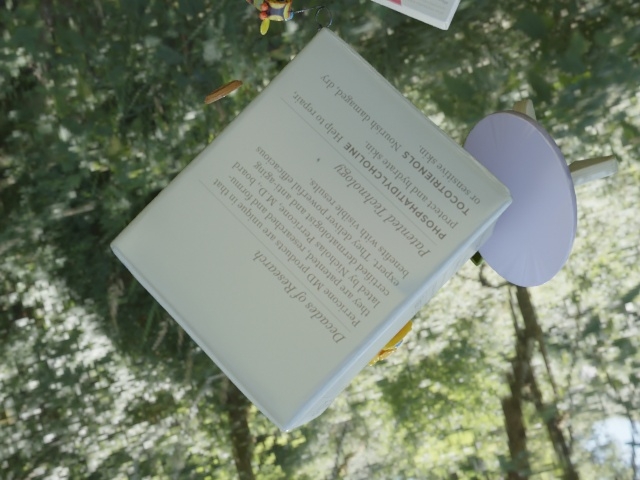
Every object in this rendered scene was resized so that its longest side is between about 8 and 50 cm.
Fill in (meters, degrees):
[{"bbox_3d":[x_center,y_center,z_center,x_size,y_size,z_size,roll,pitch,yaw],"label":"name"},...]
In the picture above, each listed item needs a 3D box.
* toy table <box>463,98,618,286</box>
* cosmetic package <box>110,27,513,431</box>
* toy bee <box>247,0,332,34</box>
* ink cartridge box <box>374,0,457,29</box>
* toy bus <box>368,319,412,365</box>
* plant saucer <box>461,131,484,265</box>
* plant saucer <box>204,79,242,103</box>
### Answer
[{"bbox_3d":[0.330,-0.083,1.344,0.252,0.274,0.161,5,-159,29],"label":"toy table"},{"bbox_3d":[0.000,0.000,1.166,0.393,0.327,0.329,-46,170,-1],"label":"cosmetic package"},{"bbox_3d":[-0.134,-0.690,2.412,0.162,0.195,0.298,-23,-155,-40],"label":"toy bee"},{"bbox_3d":[0.212,-0.592,1.663,0.207,0.283,0.117,23,-171,5],"label":"ink cartridge box"},{"bbox_3d":[0.127,0.172,1.848,0.149,0.220,0.211,-43,-159,-22],"label":"toy bus"},{"bbox_3d":[0.298,-0.077,1.549,0.045,0.188,0.188,7,119,-31],"label":"plant saucer"},{"bbox_3d":[-0.191,-0.293,1.649,0.084,0.013,0.083,-25,-162,9],"label":"plant saucer"}]
